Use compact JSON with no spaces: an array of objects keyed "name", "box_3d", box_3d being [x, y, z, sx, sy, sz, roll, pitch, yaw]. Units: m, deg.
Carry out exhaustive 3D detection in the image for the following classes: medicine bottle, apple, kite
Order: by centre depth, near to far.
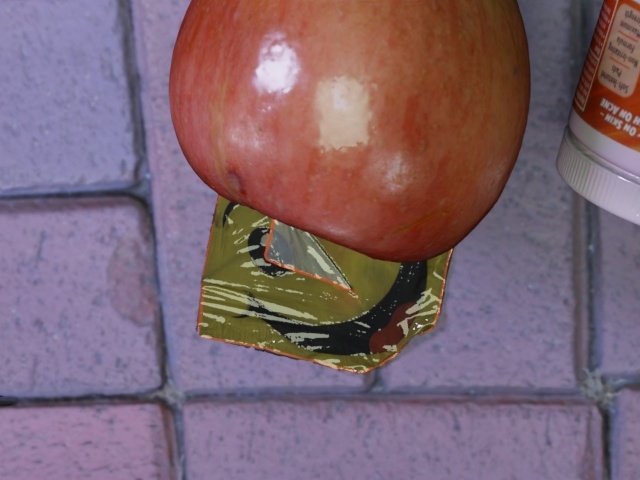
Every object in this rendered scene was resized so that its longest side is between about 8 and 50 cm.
[{"name":"apple","box_3d":[0.037,-0.168,1.736,0.363,0.364,0.364,2,110,6]},{"name":"medicine bottle","box_3d":[0.385,-0.148,1.750,0.252,0.252,0.241,15,112,1]},{"name":"kite","box_3d":[0.000,-0.001,1.978,0.377,0.013,0.327,-34,102,17]}]
